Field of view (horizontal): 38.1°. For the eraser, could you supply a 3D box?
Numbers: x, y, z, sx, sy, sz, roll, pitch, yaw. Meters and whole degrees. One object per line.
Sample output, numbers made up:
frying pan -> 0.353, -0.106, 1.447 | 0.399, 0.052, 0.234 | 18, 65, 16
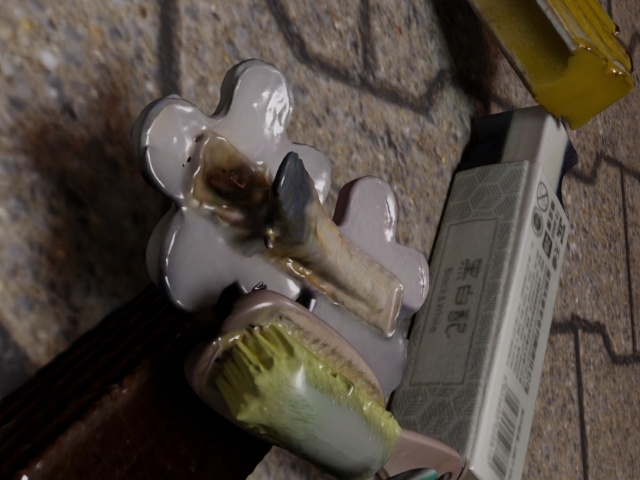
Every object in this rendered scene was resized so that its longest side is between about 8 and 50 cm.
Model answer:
eraser -> 0.156, 0.048, 0.855 | 0.098, 0.096, 0.404 | 52, 44, -36

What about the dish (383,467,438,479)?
dish -> -0.036, 0.198, 0.503 | 0.224, 0.078, 0.246 | -12, 136, -54

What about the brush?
brush -> 0.030, 0.123, 0.542 | 0.067, 0.072, 0.313 | 52, 4, 39

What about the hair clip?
hair clip -> -0.006, 0.001, 0.526 | 0.257, 0.075, 0.146 | 44, 51, -52

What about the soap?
soap -> 0.212, -0.236, 0.914 | 0.160, 0.080, 0.258 | -23, 80, -55

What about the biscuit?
biscuit -> -0.085, 0.093, 0.510 | 0.252, 0.070, 0.106 | -45, 122, -49
